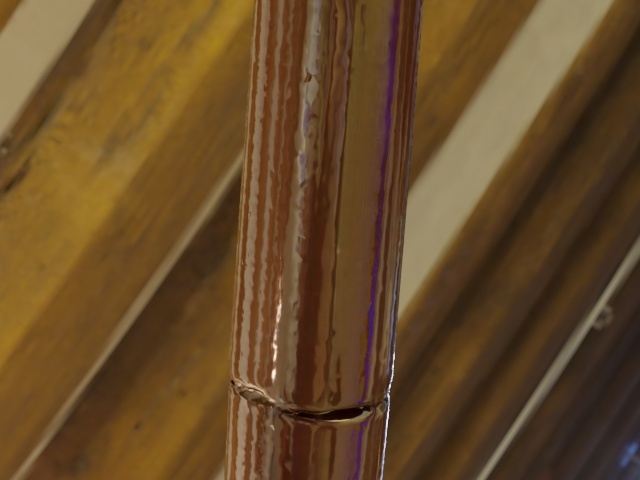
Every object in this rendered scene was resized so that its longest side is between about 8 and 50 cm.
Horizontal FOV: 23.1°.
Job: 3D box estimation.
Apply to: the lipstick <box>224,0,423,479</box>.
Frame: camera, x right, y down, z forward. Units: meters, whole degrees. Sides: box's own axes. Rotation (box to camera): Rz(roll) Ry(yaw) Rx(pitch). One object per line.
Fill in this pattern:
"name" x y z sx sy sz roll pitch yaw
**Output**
"lipstick" 0.000 0.000 0.509 0.057 0.057 0.357 -17 -66 -59
